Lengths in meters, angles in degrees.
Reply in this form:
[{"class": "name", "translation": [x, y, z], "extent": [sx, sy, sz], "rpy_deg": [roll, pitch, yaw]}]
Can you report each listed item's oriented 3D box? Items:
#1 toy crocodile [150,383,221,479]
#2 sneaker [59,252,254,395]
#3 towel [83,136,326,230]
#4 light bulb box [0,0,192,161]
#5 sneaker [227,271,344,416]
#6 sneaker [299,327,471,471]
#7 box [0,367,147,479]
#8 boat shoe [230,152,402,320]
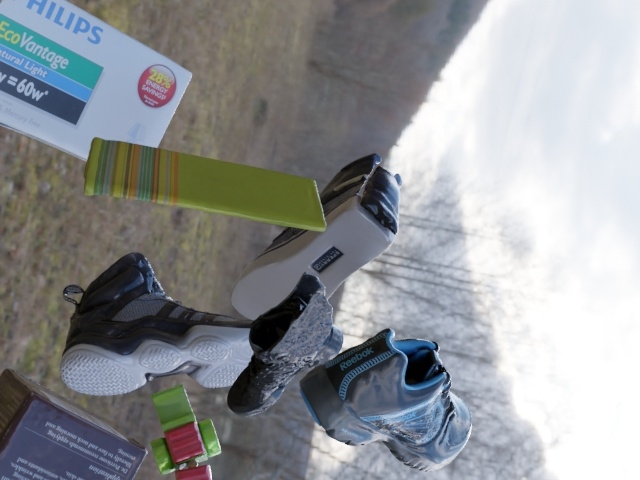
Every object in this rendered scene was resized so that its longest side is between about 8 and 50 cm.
[{"class": "toy crocodile", "translation": [-0.217, 0.409, 1.553], "extent": [0.105, 0.115, 0.340], "rpy_deg": [101, -27, -64]}, {"class": "sneaker", "translation": [-0.168, 0.088, 1.060], "extent": [0.101, 0.269, 0.153], "rpy_deg": [107, -27, -50]}, {"class": "towel", "translation": [-0.115, -0.052, 0.908], "extent": [0.102, 0.237, 0.021], "rpy_deg": [-102, -155, -56]}, {"class": "light bulb box", "translation": [-0.485, -0.293, 1.567], "extent": [0.361, 0.358, 0.225], "rpy_deg": [26, -89, 48]}, {"class": "sneaker", "translation": [-0.045, 0.103, 0.861], "extent": [0.170, 0.089, 0.051], "rpy_deg": [-37, -132, 18]}, {"class": "sneaker", "translation": [0.124, 0.204, 1.154], "extent": [0.140, 0.341, 0.125], "rpy_deg": [-41, -124, 17]}, {"class": "box", "translation": [-0.352, 0.291, 1.105], "extent": [0.167, 0.168, 0.203], "rpy_deg": [7, -116, 60]}, {"class": "boat shoe", "translation": [0.000, 0.000, 1.428], "extent": [0.340, 0.127, 0.158], "rpy_deg": [-32, -155, 35]}]
